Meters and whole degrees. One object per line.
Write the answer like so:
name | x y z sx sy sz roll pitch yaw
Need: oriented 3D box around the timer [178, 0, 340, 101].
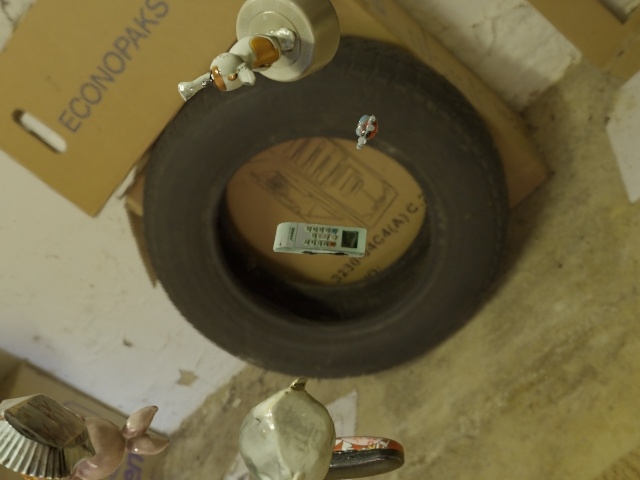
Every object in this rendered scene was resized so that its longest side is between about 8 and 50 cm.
timer | -0.100 -0.303 1.260 0.175 0.175 0.266 -32 14 43

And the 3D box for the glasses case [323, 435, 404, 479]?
glasses case | 0.016 0.389 1.390 0.266 0.103 0.067 -8 59 15

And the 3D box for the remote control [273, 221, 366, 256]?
remote control | 0.000 0.000 1.436 0.029 0.166 0.065 90 -174 -49

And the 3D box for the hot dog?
hot dog | -0.284 0.199 0.787 0.059 0.108 0.191 -59 2 -9

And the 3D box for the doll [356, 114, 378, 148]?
doll | 0.082 -0.198 1.391 0.114 0.039 0.057 -71 -22 -70

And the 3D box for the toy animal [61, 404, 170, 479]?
toy animal | -0.356 0.335 1.254 0.124 0.212 0.124 15 107 59

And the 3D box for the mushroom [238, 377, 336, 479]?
mushroom | -0.043 0.271 0.945 0.097 0.109 0.351 -40 -22 -25
